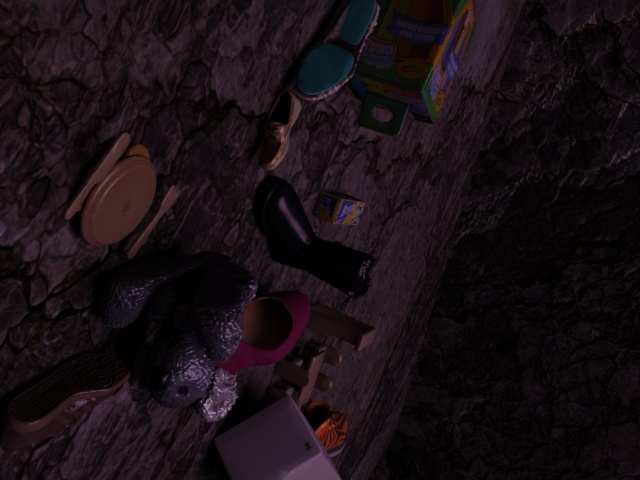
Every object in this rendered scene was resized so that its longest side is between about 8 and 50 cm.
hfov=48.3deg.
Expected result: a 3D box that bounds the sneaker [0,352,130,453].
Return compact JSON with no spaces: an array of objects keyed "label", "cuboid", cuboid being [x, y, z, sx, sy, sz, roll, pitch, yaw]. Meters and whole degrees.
[{"label":"sneaker","cuboid":[-0.326,0.202,0.901,0.188,0.066,0.071,-20,147,-58]}]

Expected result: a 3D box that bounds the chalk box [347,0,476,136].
[{"label":"chalk box","cuboid":[0.160,-0.348,1.378,0.289,0.180,0.179,-67,161,-5]}]

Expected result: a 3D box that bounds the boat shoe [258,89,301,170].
[{"label":"boat shoe","cuboid":[-0.073,-0.180,1.152,0.045,0.050,0.135,50,54,-65]}]

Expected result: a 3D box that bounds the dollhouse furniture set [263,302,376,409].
[{"label":"dollhouse furniture set","cuboid":[0.010,0.297,1.721,0.212,0.161,0.242,-9,120,-68]}]

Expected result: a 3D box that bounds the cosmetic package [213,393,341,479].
[{"label":"cosmetic package","cuboid":[-0.084,0.502,1.608,0.196,0.155,0.366,-29,151,-8]}]

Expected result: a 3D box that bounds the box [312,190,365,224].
[{"label":"box","cuboid":[0.043,-0.070,1.566,0.169,0.054,0.059,-1,112,-69]}]

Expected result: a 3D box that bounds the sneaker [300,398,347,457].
[{"label":"sneaker","cuboid":[0.010,0.527,2.035,0.321,0.124,0.180,-26,136,-62]}]

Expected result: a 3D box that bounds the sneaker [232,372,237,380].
[{"label":"sneaker","cuboid":[-0.177,0.222,1.337,0.057,0.047,0.119,34,77,-51]}]

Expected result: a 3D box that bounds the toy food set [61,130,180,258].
[{"label":"toy food set","cuboid":[-0.245,-0.054,0.858,0.132,0.038,0.192,-56,164,-10]}]

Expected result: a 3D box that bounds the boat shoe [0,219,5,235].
[{"label":"boat shoe","cuboid":[-0.341,-0.001,0.663,0.035,0.035,0.100,-45,174,24]}]

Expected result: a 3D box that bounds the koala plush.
[{"label":"koala plush","cuboid":[-0.186,0.143,1.002,0.203,0.196,0.221,-48,151,-66]}]

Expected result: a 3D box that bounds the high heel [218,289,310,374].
[{"label":"high heel","cuboid":[-0.099,0.145,1.250,0.181,0.127,0.377,-50,171,37]}]

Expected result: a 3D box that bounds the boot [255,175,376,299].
[{"label":"boot","cuboid":[0.000,0.000,1.297,0.094,0.207,0.246,-57,158,-26]}]

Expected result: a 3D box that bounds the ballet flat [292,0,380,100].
[{"label":"ballet flat","cuboid":[0.029,-0.319,1.219,0.241,0.091,0.077,-56,-179,-19]}]
